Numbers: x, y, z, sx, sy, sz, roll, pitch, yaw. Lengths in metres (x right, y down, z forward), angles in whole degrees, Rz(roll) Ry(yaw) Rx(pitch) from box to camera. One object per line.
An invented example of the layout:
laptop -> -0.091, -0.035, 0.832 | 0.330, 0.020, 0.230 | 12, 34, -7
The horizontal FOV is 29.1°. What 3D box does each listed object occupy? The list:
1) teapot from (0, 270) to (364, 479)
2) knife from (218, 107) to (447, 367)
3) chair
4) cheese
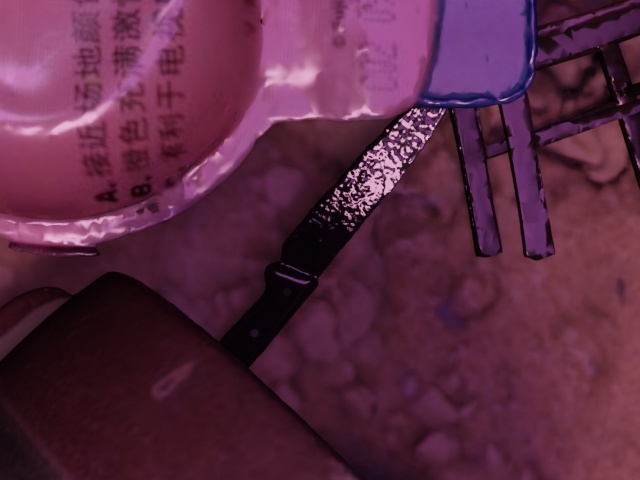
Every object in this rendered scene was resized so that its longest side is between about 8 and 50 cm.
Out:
teapot -> -0.128, 0.168, 0.401 | 0.312, 0.233, 0.315 | -43, 65, -14
knife -> 0.000, 0.000, 0.507 | 0.023, 0.010, 0.170 | 39, 100, -3
chair -> 0.090, -0.106, 0.522 | 0.101, 0.084, 0.212 | -18, 93, -10
cheese -> -0.061, -0.090, 0.465 | 0.286, 0.074, 0.188 | -4, 97, 0
